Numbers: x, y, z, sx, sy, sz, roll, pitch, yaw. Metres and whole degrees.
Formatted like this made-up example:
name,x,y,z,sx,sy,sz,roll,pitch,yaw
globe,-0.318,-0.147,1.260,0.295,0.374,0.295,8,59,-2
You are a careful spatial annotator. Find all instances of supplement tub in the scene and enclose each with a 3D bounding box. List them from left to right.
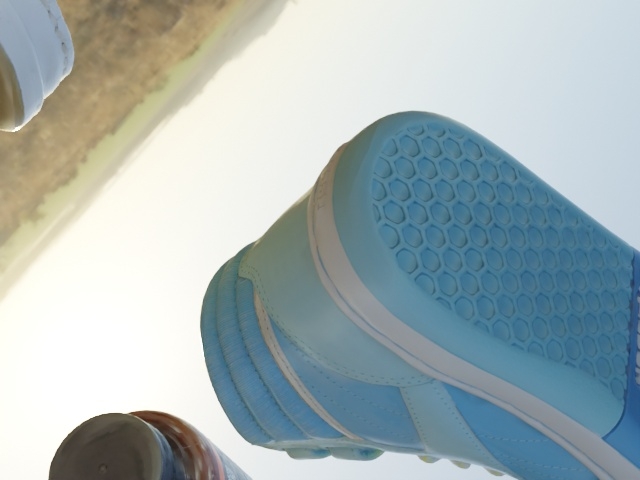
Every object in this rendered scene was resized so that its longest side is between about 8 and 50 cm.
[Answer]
name,x,y,z,sx,sy,sz,roll,pitch,yaw
supplement tub,-0.103,0.175,0.606,0.106,0.106,0.198,-52,153,-16

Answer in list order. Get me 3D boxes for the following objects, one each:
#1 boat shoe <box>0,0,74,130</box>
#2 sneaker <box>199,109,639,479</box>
name,x,y,z,sx,sy,sz,roll,pitch,yaw
boat shoe,-0.165,-0.165,0.370,0.096,0.277,0.098,-30,162,-30
sneaker,0.081,0.079,0.477,0.208,0.319,0.127,-29,-151,47
